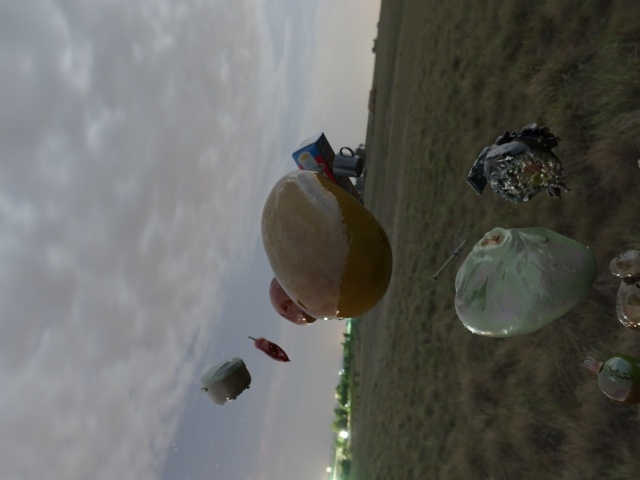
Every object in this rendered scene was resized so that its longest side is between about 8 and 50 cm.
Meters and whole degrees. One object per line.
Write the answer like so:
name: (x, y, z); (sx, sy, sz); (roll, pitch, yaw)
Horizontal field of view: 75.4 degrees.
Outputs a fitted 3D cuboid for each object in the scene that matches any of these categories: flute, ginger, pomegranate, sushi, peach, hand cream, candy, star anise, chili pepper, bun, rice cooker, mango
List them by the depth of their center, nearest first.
bun: (0.399, 0.064, 0.881); (0.187, 0.293, 0.293); (54, -173, 0)
ginger: (0.850, 0.157, 1.008); (0.304, 0.155, 0.244); (38, 131, 42)
mango: (0.000, 0.000, 1.065); (0.232, 0.300, 0.445); (16, -142, -57)
sushi: (0.637, -0.262, 1.318); (0.225, 0.239, 0.218); (49, -129, -33)
rice cooker: (-0.311, 0.461, 1.361); (0.145, 0.127, 0.206); (-29, -9, -41)
candy: (0.032, -0.203, 1.407); (0.305, 0.100, 0.157); (57, -155, -18)
star anise: (0.805, -0.205, 1.429); (0.141, 0.042, 0.140); (162, 90, -81)
hand cream: (0.577, -0.261, 1.466); (0.247, 0.075, 0.052); (-52, -14, -38)
pomegranate: (1.058, 0.478, 1.477); (0.180, 0.210, 0.179); (-25, -51, -35)
peach: (-0.072, 0.201, 1.520); (0.232, 0.233, 0.256); (-78, 8, -48)
chili pepper: (-0.193, 0.404, 1.550); (0.059, 0.191, 0.050); (-33, -33, -65)
flute: (0.580, 0.088, 1.850); (0.233, 0.027, 0.027); (-57, 9, 29)

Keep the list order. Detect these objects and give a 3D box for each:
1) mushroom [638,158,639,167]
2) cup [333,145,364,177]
mushroom: (1.264, -0.346, 1.435); (0.351, 0.123, 0.094); (94, -175, -60)
cup: (0.090, -0.248, 1.307); (0.078, 0.077, 0.100); (-50, -36, -43)
